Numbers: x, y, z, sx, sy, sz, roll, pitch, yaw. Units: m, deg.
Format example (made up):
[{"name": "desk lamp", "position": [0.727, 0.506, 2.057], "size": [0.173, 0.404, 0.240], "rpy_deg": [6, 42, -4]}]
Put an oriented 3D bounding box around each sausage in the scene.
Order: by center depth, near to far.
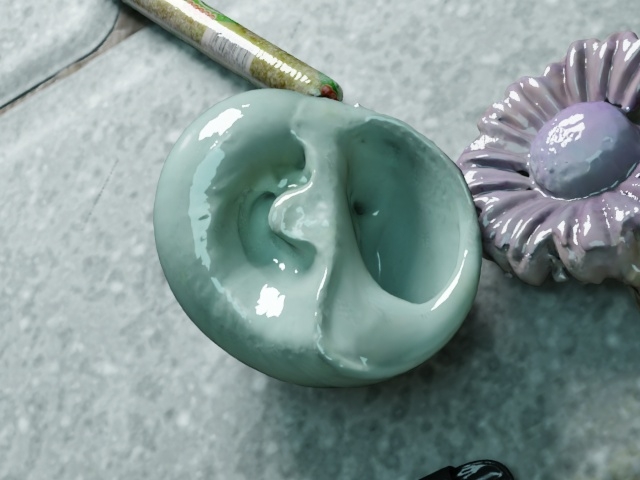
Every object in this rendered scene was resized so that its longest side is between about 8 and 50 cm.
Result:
[{"name": "sausage", "position": [-0.079, -0.149, 1.107], "size": [0.269, 0.033, 0.033], "rpy_deg": [34, 84, 30]}]

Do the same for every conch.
[{"name": "conch", "position": [0.001, 0.000, 0.958], "size": [0.185, 0.121, 0.221], "rpy_deg": [-44, 66, 11]}]

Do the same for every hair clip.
[{"name": "hair clip", "position": [0.186, 0.003, 0.910], "size": [0.173, 0.069, 0.300], "rpy_deg": [-33, 60, 9]}]

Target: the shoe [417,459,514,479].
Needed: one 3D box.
[{"name": "shoe", "position": [0.042, 0.179, 0.907], "size": [0.159, 0.053, 0.062], "rpy_deg": [-31, 56, 10]}]
